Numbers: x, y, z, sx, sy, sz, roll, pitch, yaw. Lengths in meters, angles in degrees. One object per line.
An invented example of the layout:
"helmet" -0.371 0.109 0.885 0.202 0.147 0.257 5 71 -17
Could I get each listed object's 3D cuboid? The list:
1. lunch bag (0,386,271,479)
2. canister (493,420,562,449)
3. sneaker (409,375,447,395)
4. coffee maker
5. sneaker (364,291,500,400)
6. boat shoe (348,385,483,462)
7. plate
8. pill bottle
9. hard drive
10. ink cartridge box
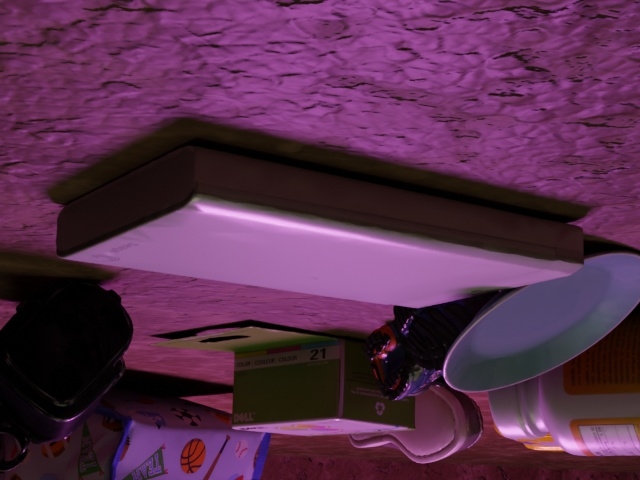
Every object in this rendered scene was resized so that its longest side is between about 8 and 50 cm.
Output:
"lunch bag" -0.330 0.331 1.963 0.385 0.239 0.328 12 176 38
"canister" 0.343 0.273 1.966 0.126 0.073 0.170 -5 164 26
"sneaker" 0.115 0.135 1.415 0.074 0.063 0.170 4 163 14
"coffee maker" -0.249 0.132 1.209 0.120 0.171 0.178 20 163 -6
"sneaker" 0.111 0.076 1.165 0.087 0.083 0.221 -22 171 -24
"boat shoe" 0.139 0.240 1.766 0.096 0.117 0.324 2 172 -23
"plate" 0.178 0.060 1.044 0.188 0.024 0.188 -21 151 -12
"pill bottle" 0.292 0.137 1.246 0.245 0.136 0.136 -6 165 29
"hard drive" 0.000 0.000 0.904 0.307 0.040 0.203 9 165 -33
"ink cartridge box" -0.043 0.165 1.489 0.255 0.097 0.188 12 163 -42
